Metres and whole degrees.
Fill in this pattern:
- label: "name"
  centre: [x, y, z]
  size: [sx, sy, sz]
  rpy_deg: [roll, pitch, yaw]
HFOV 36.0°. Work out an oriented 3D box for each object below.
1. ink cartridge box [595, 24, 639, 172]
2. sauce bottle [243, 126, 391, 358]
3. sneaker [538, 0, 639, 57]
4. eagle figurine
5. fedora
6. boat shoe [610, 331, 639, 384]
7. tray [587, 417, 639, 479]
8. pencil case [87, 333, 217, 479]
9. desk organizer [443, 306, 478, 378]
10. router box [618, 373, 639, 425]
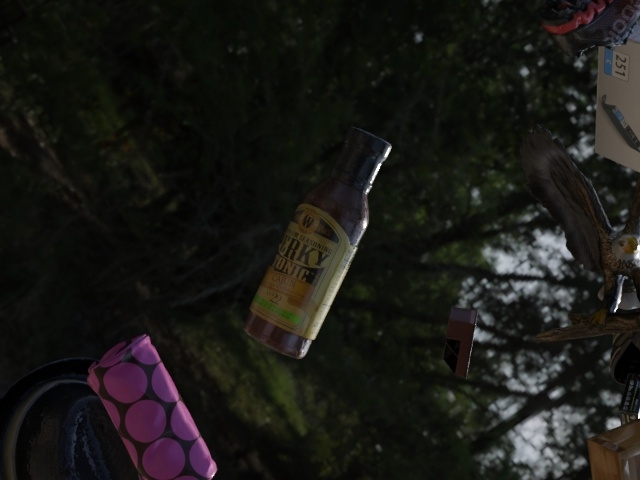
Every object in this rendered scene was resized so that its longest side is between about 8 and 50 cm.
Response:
- label: "ink cartridge box"
  centre: [0.666, -0.259, 1.932]
  size: [0.261, 0.066, 0.296]
  rpy_deg: [32, -34, 41]
- label: "sauce bottle"
  centre: [0.000, 0.000, 1.455]
  size: [0.111, 0.344, 0.111]
  rpy_deg: [24, 0, 0]
- label: "sneaker"
  centre: [0.512, -0.409, 1.694]
  size: [0.135, 0.276, 0.098]
  rpy_deg: [58, 3, -37]
- label: "eagle figurine"
  centre: [0.414, -0.017, 1.365]
  size: [0.225, 0.226, 0.298]
  rpy_deg: [164, -78, -66]
- label: "fedora"
  centre: [-0.355, 0.348, 1.516]
  size: [0.152, 0.334, 0.334]
  rpy_deg: [-10, -65, 57]
- label: "boat shoe"
  centre: [0.662, 0.180, 1.866]
  size: [0.132, 0.130, 0.355]
  rpy_deg: [27, -33, 5]
- label: "tray"
  centre: [0.503, 0.450, 1.407]
  size: [0.076, 0.202, 0.411]
  rpy_deg: [16, -62, 64]
- label: "pencil case"
  centre: [-0.212, 0.226, 1.223]
  size: [0.209, 0.098, 0.095]
  rpy_deg: [64, -7, -2]
- label: "desk organizer"
  centre: [0.258, 0.189, 1.837]
  size: [0.047, 0.050, 0.130]
  rpy_deg: [-67, 163, -56]
- label: "router box"
  centre: [0.598, 0.325, 1.868]
  size: [0.038, 0.092, 0.122]
  rpy_deg: [5, -43, 30]
